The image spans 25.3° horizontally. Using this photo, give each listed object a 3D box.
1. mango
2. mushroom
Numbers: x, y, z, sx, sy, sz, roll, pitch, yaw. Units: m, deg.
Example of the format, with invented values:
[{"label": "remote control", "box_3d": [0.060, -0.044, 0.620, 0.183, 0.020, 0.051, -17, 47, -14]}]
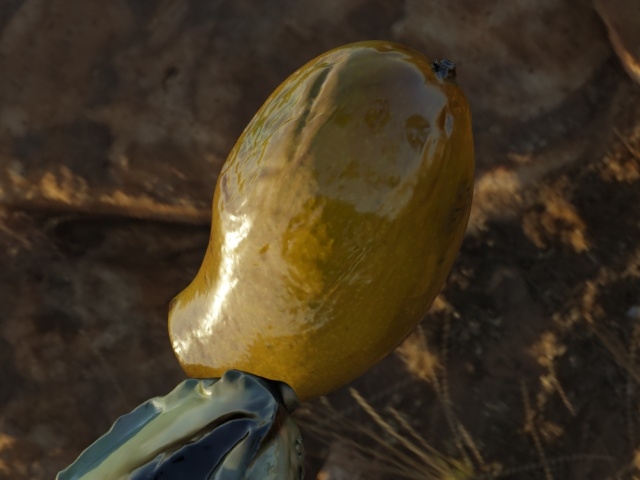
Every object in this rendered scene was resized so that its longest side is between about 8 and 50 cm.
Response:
[{"label": "mango", "box_3d": [0.003, 0.003, 1.076, 0.187, 0.144, 0.359, 30, 125, 7]}, {"label": "mushroom", "box_3d": [-0.136, 0.223, 0.853, 0.247, 0.130, 0.344, -16, 21, 44]}]
